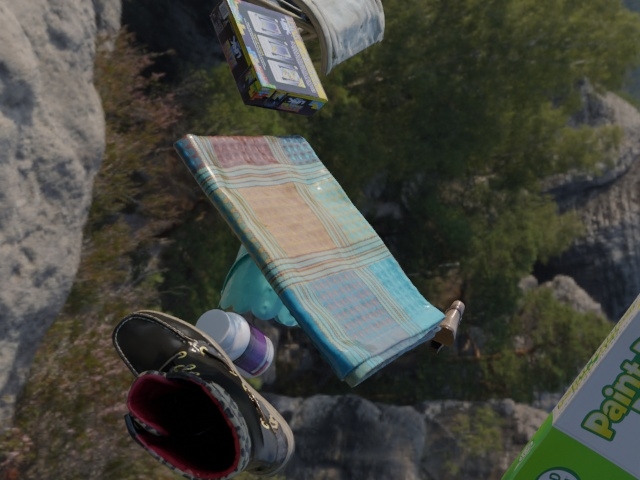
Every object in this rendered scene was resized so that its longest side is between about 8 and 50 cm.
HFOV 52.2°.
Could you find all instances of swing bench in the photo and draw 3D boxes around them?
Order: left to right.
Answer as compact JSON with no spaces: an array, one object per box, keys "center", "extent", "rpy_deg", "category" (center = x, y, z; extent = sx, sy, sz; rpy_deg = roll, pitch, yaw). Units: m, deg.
[{"center":[-0.027,-0.482,1.395],"extent":[0.253,0.255,0.165],"rpy_deg":[-44,141,-46],"category":"swing bench"}]

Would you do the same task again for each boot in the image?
[{"center":[-0.214,0.228,1.000],"extent":[0.138,0.377,0.284],"rpy_deg":[-48,165,-4],"category":"boot"},{"center":[0.210,0.134,1.065],"extent":[0.087,0.042,0.118],"rpy_deg":[-53,170,-27],"category":"boot"}]

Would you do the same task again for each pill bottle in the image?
[{"center":[-0.182,0.214,1.368],"extent":[0.193,0.108,0.108],"rpy_deg":[53,38,-57],"category":"pill bottle"}]

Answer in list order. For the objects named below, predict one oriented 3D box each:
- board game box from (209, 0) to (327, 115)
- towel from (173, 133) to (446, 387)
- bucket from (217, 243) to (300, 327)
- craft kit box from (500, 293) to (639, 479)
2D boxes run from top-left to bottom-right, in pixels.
[{"center":[-0.078,-0.279,1.000],"extent":[0.141,0.048,0.170],"rpy_deg":[0,62,-47],"category":"board game box"},{"center":[0.000,0.000,0.865],"extent":[0.370,0.040,0.271],"rpy_deg":[53,30,14],"category":"towel"},{"center":[-0.095,0.108,1.585],"extent":[0.281,0.281,0.183],"rpy_deg":[25,76,-58],"category":"bucket"},{"center":[0.286,0.157,0.430],"extent":[0.250,0.246,0.061],"rpy_deg":[-61,159,16],"category":"craft kit box"}]
